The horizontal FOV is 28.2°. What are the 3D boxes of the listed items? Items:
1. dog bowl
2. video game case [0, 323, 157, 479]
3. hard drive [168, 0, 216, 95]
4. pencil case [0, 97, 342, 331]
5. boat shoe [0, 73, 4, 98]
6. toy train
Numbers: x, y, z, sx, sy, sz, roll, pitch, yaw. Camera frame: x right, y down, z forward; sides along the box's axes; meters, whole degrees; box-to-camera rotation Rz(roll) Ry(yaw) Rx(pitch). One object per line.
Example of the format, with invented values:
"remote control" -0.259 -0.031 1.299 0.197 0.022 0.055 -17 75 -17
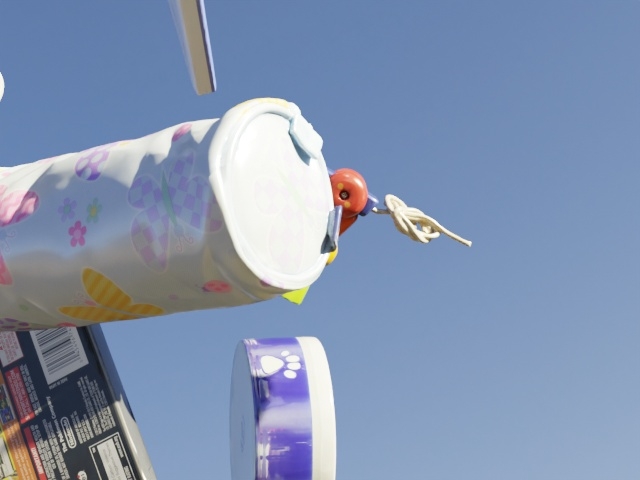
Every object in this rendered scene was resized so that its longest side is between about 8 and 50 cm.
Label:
"dog bowl" -0.055 0.261 1.699 0.104 0.265 0.265 0 -32 -11
"video game case" -0.305 0.194 1.256 0.248 0.275 0.035 -28 -21 9
"hard drive" -0.209 -0.383 1.904 0.040 0.210 0.319 -15 -20 -6
"pencil case" -0.124 -0.012 0.812 0.273 0.124 0.113 -11 -28 33
"boat shoe" -0.324 -0.093 0.988 0.156 0.136 0.367 34 -41 -16
"toy train" 0.000 0.000 1.199 0.143 0.248 0.105 -59 1 5
